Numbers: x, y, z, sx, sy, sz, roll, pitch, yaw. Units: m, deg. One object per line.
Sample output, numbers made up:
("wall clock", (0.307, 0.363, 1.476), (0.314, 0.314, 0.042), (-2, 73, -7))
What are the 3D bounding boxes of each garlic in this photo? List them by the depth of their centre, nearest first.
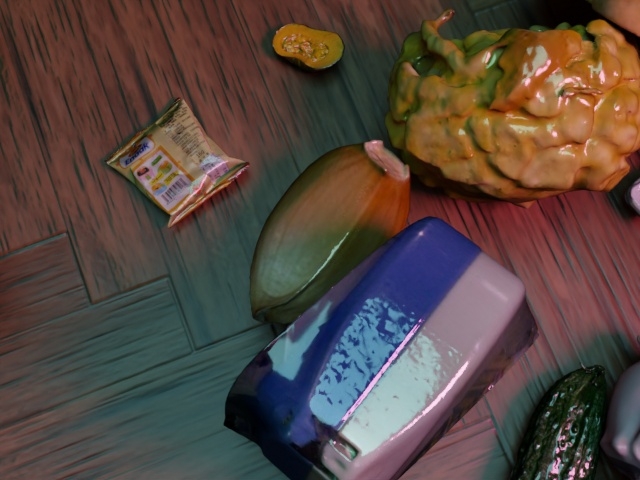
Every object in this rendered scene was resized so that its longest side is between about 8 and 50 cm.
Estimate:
("garlic", (0.008, 0.006, 0.858), (0.115, 0.128, 0.207), (43, 78, -34))

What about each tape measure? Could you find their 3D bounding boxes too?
("tape measure", (0.058, 0.113, 0.754), (0.262, 0.259, 0.138), (-41, 79, -16))

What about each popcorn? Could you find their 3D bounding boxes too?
("popcorn", (0.190, -0.125, 0.838), (0.250, 0.250, 0.190), (13, 91, 3))

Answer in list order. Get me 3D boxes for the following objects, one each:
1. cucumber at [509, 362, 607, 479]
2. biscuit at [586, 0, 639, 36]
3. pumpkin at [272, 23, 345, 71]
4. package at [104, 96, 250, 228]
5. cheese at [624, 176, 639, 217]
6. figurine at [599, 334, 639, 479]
("cucumber", (0.209, 0.237, 0.812), (0.077, 0.077, 0.265), (16, 72, 4))
("biscuit", (0.350, -0.207, 0.839), (0.275, 0.052, 0.355), (14, 29, -30))
("pumpkin", (-0.012, -0.207, 0.959), (0.083, 0.028, 0.050), (27, 73, 16))
("package", (-0.150, -0.082, 0.920), (0.108, 0.031, 0.121), (-42, 73, -12))
("cheese", (0.416, -0.098, 0.920), (0.235, 0.050, 0.127), (-32, 78, -11))
("figurine", (0.303, 0.206, 0.768), (0.133, 0.200, 0.276), (15, 64, 30))
